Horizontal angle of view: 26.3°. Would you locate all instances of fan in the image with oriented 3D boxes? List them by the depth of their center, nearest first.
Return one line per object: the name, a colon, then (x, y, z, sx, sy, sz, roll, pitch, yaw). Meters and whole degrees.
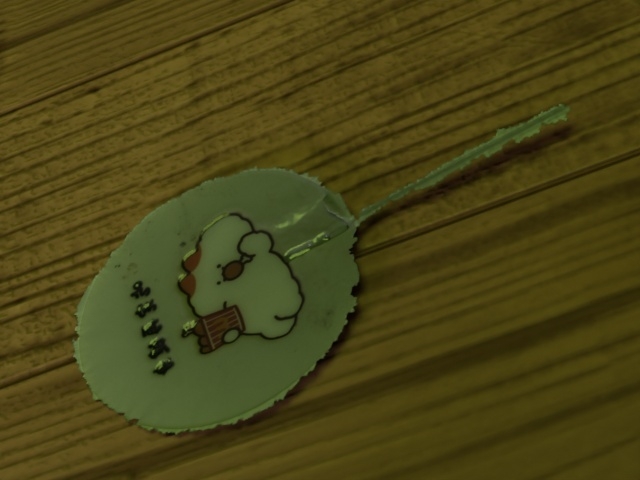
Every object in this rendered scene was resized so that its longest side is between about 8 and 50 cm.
fan: (0.000, 0.001, 0.805, 0.329, 0.009, 0.191, -29, 45, 4)
